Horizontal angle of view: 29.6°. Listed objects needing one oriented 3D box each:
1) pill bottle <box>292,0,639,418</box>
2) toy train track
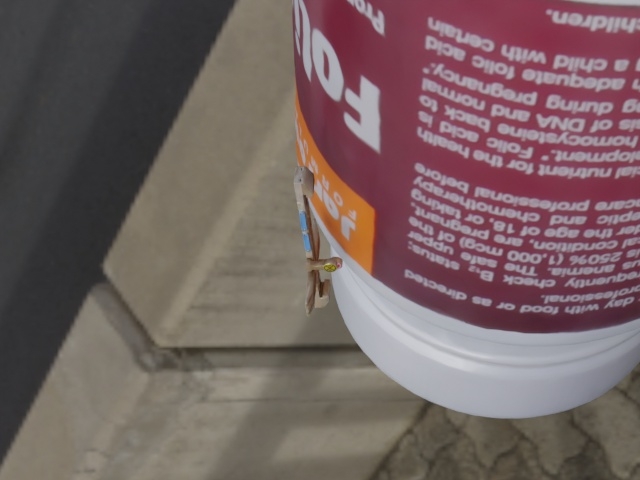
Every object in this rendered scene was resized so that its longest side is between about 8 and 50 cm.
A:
[{"bbox_3d":[0.098,-0.094,0.522,0.392,0.224,0.224,90,158,-55],"label":"pill bottle"},{"bbox_3d":[0.000,0.000,0.519,0.083,0.014,0.048,80,-169,-50],"label":"toy train track"}]
